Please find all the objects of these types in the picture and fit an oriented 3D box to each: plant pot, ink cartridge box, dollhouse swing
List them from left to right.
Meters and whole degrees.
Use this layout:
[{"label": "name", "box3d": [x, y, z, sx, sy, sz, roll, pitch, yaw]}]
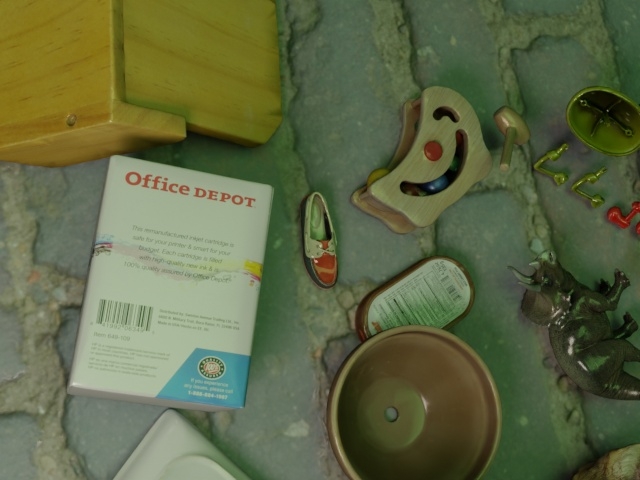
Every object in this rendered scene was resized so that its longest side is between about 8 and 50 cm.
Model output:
[{"label": "dollhouse swing", "box3d": [-0.262, -0.272, 1.258, 0.315, 0.305, 0.346, -9, 79, 24]}, {"label": "ink cartridge box", "box3d": [-0.188, 0.062, 1.134, 0.198, 0.197, 0.269, 11, 76, -14]}, {"label": "plant pot", "box3d": [0.112, 0.232, 1.232, 0.238, 0.110, 0.237, 2, 82, -17]}]

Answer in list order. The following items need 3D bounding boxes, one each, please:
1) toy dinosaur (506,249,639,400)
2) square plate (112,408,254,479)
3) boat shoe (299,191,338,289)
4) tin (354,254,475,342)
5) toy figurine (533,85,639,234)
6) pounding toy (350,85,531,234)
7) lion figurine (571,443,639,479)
[{"label": "toy dinosaur", "box3d": [0.396, 0.143, 1.356, 0.160, 0.121, 0.313, -27, 92, -8]}, {"label": "square plate", "box3d": [-0.138, 0.421, 1.086, 0.344, 0.049, 0.347, 42, 47, -5]}, {"label": "boat shoe", "box3d": [0.000, 0.000, 1.287, 0.049, 0.043, 0.136, -7, 82, -20]}, {"label": "tin", "box3d": [0.136, 0.093, 1.313, 0.190, 0.040, 0.106, -32, 85, -20]}, {"label": "toy figurine", "box3d": [0.534, -0.143, 1.460, 0.363, 0.191, 0.217, 29, 41, -2]}, {"label": "pounding toy", "box3d": [0.172, -0.135, 1.308, 0.269, 0.155, 0.154, -40, 96, -20]}, {"label": "lion figurine", "box3d": [0.378, 0.469, 1.269, 0.240, 0.142, 0.391, 9, 90, -23]}]
